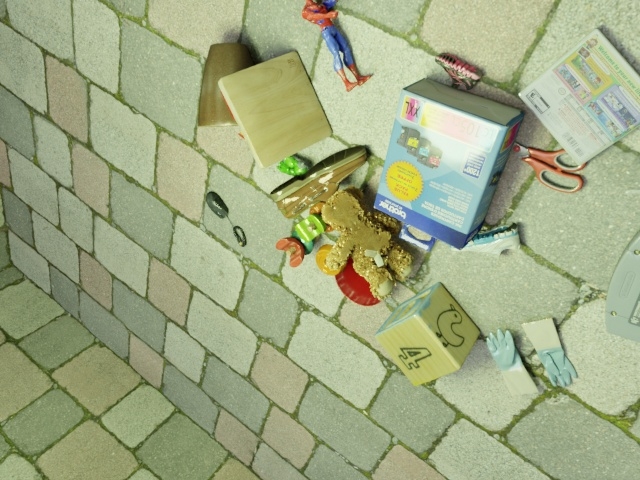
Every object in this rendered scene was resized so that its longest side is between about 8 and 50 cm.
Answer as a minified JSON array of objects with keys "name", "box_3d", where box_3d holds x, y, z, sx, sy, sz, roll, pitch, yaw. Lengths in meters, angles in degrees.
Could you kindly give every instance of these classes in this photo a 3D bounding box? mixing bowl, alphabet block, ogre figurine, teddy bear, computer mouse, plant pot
[{"name":"mixing bowl","box_3d":[0.144,0.104,1.577,0.181,0.098,0.181,18,126,27]},{"name":"alphabet block","box_3d":[0.315,0.278,1.493,0.197,0.192,0.193,50,135,0]},{"name":"ogre figurine","box_3d":[-0.071,-0.186,1.576,0.118,0.096,0.197,18,111,49]},{"name":"teddy bear","box_3d":[0.128,0.009,1.445,0.338,0.245,0.113,35,171,-11]},{"name":"computer mouse","box_3d":[-0.355,-0.075,1.882,0.071,0.041,0.242,-30,96,42]},{"name":"plant pot","box_3d":[-0.264,-0.458,1.497,0.215,0.215,0.231,7,106,34]}]

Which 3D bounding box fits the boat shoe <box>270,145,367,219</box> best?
[{"name":"boat shoe","box_3d":[0.009,-0.167,1.467,0.307,0.111,0.104,-26,110,14]}]

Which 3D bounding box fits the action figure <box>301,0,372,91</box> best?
[{"name":"action figure","box_3d":[0.051,-0.538,1.276,0.139,0.091,0.280,-28,98,49]}]

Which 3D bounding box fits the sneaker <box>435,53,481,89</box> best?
[{"name":"sneaker","box_3d":[0.319,-0.398,1.195,0.119,0.047,0.057,36,143,16]}]

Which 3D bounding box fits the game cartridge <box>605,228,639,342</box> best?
[{"name":"game cartridge","box_3d":[0.774,0.110,1.148,0.198,0.062,0.297,22,127,31]}]

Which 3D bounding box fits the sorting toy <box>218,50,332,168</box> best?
[{"name":"sorting toy","box_3d":[-0.133,-0.360,1.417,0.089,0.257,0.255,-6,113,58]}]

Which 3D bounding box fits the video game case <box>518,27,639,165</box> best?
[{"name":"video game case","box_3d":[0.567,-0.298,1.068,0.212,0.023,0.193,51,129,3]}]

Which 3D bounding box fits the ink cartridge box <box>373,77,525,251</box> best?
[{"name":"ink cartridge box","box_3d":[0.302,-0.164,1.264,0.270,0.151,0.396,29,131,25]}]

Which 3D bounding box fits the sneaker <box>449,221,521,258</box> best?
[{"name":"sneaker","box_3d":[0.436,0.016,1.334,0.190,0.071,0.083,-13,113,41]}]

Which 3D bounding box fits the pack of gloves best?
[{"name":"pack of gloves","box_3d":[0.595,0.324,1.427,0.195,0.046,0.232,-21,105,30]}]

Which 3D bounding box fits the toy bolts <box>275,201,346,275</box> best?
[{"name":"toy bolts","box_3d":[0.000,0.000,1.584,0.228,0.158,0.218,-28,98,44]}]

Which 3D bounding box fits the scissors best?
[{"name":"scissors","box_3d":[0.480,-0.202,1.202,0.297,0.021,0.109,24,127,23]}]
